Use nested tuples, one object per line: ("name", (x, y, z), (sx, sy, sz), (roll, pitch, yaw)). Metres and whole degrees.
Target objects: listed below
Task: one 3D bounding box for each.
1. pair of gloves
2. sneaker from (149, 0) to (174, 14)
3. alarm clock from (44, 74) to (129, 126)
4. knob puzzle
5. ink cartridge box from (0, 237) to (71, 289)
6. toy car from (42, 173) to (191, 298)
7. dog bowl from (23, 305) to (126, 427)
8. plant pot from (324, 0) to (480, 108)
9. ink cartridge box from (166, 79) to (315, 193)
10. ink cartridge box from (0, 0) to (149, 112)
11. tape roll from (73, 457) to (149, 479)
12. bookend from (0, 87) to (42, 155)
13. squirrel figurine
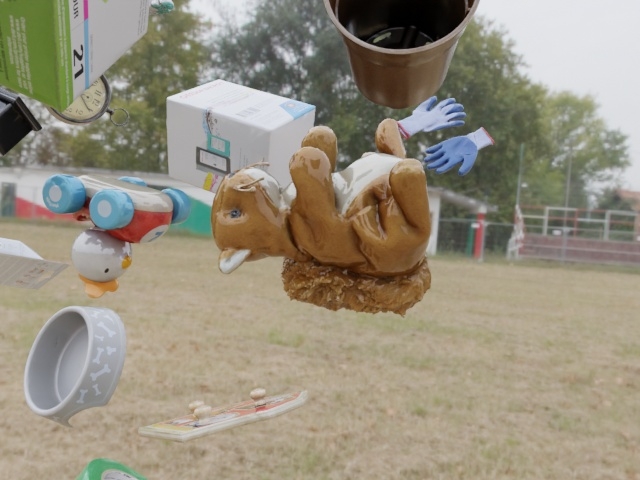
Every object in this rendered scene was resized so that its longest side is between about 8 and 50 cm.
("pair of gloves", (0.259, -0.217, 1.212), (0.159, 0.198, 0.023), (-27, -25, -12))
("sneaker", (-0.354, -0.471, 1.115), (0.167, 0.076, 0.065), (1, 7, 20))
("alarm clock", (-0.489, -0.295, 1.211), (0.192, 0.129, 0.064), (29, -14, -27))
("knob puzzle", (-0.102, 0.198, 0.699), (0.213, 0.030, 0.213), (-12, -9, -2))
("ink cartridge box", (-0.819, 0.063, 1.556), (0.181, 0.056, 0.225), (-30, -25, 29))
("toy car", (-0.398, 0.003, 1.127), (0.210, 0.237, 0.219), (16, 11, 19))
("dog bowl", (-0.703, 0.344, 1.648), (0.349, 0.348, 0.102), (6, -17, 38))
("plant pot", (0.093, -0.249, 0.686), (0.167, 0.166, 0.165), (4, -14, 7))
("ink cartridge box", (-0.182, -0.225, 1.329), (0.270, 0.197, 0.198), (21, 35, 21))
("ink cartridge box", (-0.162, -0.250, 0.428), (0.097, 0.255, 0.188), (25, -41, -1))
("tape roll", (-0.455, 0.663, 1.401), (0.321, 0.077, 0.321), (39, -8, 7))
("bookend", (-0.573, -0.179, 0.943), (0.156, 0.157, 0.072), (25, -27, 24))
("squirrel figurine", (0.000, 0.000, 1.070), (0.371, 0.397, 0.281), (-12, 33, 3))
